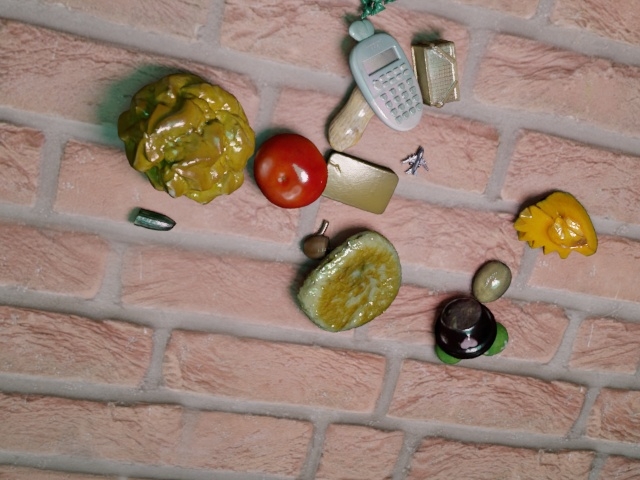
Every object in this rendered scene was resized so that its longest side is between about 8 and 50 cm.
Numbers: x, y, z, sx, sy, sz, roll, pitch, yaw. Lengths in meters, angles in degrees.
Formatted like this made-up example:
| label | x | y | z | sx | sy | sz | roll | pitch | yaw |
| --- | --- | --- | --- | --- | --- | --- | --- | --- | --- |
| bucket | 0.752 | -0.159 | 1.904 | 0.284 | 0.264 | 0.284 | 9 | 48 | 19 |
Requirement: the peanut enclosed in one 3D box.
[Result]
| label | x | y | z | sx | sy | sz | roll | pitch | yaw |
| --- | --- | --- | --- | --- | --- | --- | --- | --- | --- |
| peanut | 0.089 | -0.316 | 1.846 | 0.087 | 0.087 | 0.206 | 30 | 103 | -19 |

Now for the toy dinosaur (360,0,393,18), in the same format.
| label | x | y | z | sx | sy | sz | roll | pitch | yaw |
| --- | --- | --- | --- | --- | --- | --- | --- | --- | --- |
| toy dinosaur | 0.158 | -0.633 | 1.745 | 0.259 | 0.094 | 0.153 | -23 | 108 | -16 |

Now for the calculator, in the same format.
| label | x | y | z | sx | sy | sz | roll | pitch | yaw |
| --- | --- | --- | --- | --- | --- | --- | --- | --- | --- |
| calculator | 0.156 | -0.406 | 1.794 | 0.184 | 0.042 | 0.295 | -36 | 101 | -36 |

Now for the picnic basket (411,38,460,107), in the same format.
| label | x | y | z | sx | sy | sz | roll | pitch | yaw |
| --- | --- | --- | --- | --- | --- | --- | --- | --- | --- |
| picnic basket | 0.288 | -0.421 | 1.829 | 0.080 | 0.115 | 0.164 | -13 | 112 | -6 |

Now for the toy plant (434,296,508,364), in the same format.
| label | x | y | z | sx | sy | sz | roll | pitch | yaw |
| --- | --- | --- | --- | --- | --- | --- | --- | --- | --- |
| toy plant | 0.429 | 0.267 | 2.097 | 0.218 | 0.175 | 0.235 | -20 | 140 | 4 |

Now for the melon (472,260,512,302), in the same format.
| label | x | y | z | sx | sy | sz | roll | pitch | yaw |
| --- | --- | --- | --- | --- | --- | --- | --- | --- | --- |
| melon | 0.488 | 0.119 | 2.079 | 0.098 | 0.098 | 0.130 | 32 | 98 | -20 |

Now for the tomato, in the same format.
| label | x | y | z | sx | sy | sz | roll | pitch | yaw |
| --- | --- | --- | --- | --- | --- | --- | --- | --- | --- |
| tomato | -0.077 | -0.171 | 1.827 | 0.195 | 0.136 | 0.195 | 4 | 113 | 10 |

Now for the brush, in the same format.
| label | x | y | z | sx | sy | sz | roll | pitch | yaw |
| --- | --- | --- | --- | --- | --- | --- | --- | --- | --- |
| brush | 0.095 | -0.154 | 1.921 | 0.197 | 0.059 | 0.123 | 18 | 109 | -15 |

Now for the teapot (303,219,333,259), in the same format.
| label | x | y | z | sx | sy | sz | roll | pitch | yaw |
| --- | --- | --- | --- | --- | --- | --- | --- | --- | --- |
| teapot | 0.000 | 0.000 | 1.972 | 0.080 | 0.085 | 0.110 | 4 | 81 | 11 |

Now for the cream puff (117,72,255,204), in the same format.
| label | x | y | z | sx | sy | sz | roll | pitch | yaw |
| --- | --- | --- | --- | --- | --- | --- | --- | --- | --- |
| cream puff | -0.308 | -0.224 | 1.717 | 0.291 | 0.257 | 0.324 | -28 | 113 | 4 |

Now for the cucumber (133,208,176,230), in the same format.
| label | x | y | z | sx | sy | sz | roll | pitch | yaw |
| --- | --- | --- | --- | --- | --- | --- | --- | --- | --- |
| cucumber | -0.423 | -0.048 | 1.870 | 0.105 | 0.048 | 0.048 | 15 | 107 | -18 |

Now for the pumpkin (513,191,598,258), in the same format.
| label | x | y | z | sx | sy | sz | roll | pitch | yaw |
| --- | --- | --- | --- | --- | --- | --- | --- | --- | --- |
| pumpkin | 0.650 | -0.054 | 2.061 | 0.254 | 0.149 | 0.130 | 31 | 141 | -18 |

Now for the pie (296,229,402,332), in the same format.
| label | x | y | z | sx | sy | sz | roll | pitch | yaw |
| --- | --- | --- | --- | --- | --- | --- | --- | --- | --- |
| pie | 0.090 | 0.119 | 1.996 | 0.323 | 0.070 | 0.323 | -14 | 127 | -20 |

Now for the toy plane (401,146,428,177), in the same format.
| label | x | y | z | sx | sy | sz | roll | pitch | yaw |
| --- | --- | --- | --- | --- | --- | --- | --- | --- | --- |
| toy plane | 0.257 | -0.211 | 1.947 | 0.079 | 0.031 | 0.083 | 13 | 107 | -15 |
